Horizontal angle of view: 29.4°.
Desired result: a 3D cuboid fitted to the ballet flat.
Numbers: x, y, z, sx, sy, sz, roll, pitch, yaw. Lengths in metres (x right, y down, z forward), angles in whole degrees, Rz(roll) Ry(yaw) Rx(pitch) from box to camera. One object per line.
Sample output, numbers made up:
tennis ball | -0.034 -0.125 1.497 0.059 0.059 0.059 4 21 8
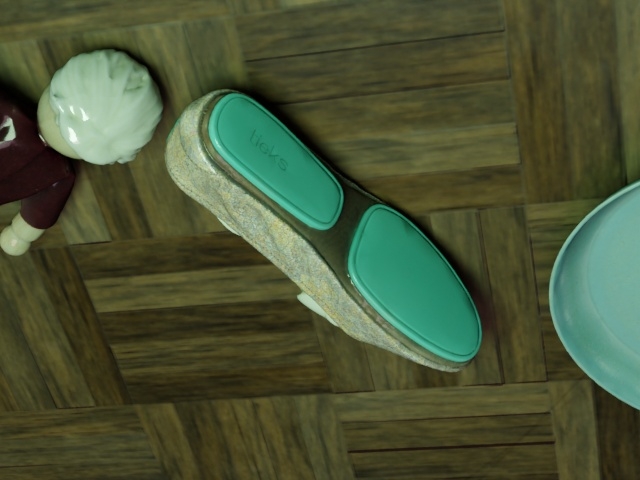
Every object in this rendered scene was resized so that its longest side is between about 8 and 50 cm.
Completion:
ballet flat | 0.000 0.000 0.991 0.316 0.107 0.106 44 142 -18

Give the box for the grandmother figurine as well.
grandmother figurine | -0.283 -0.065 0.977 0.342 0.104 0.208 -18 150 18

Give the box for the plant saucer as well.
plant saucer | 0.343 0.043 0.967 0.317 0.044 0.318 9 136 9
